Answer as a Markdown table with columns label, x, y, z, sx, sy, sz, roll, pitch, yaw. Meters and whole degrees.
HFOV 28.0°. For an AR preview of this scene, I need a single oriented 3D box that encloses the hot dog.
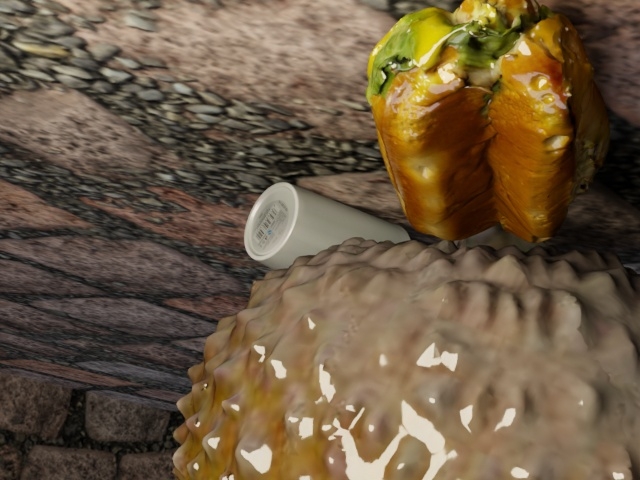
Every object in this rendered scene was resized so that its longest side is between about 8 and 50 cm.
| label | x | y | z | sx | sy | sz | roll | pitch | yaw |
| --- | --- | --- | --- | --- | --- | --- | --- | --- | --- |
| hot dog | 0.087 | -0.053 | 0.643 | 0.115 | 0.072 | 0.269 | 9 | 167 | 8 |

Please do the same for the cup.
| label | x | y | z | sx | sy | sz | roll | pitch | yaw |
| --- | --- | --- | --- | --- | --- | --- | --- | --- | --- |
| cup | 0.000 | 0.000 | 0.966 | 0.116 | 0.074 | 0.104 | 24 | -170 | -34 |

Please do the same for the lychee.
| label | x | y | z | sx | sy | sz | roll | pitch | yaw |
| --- | --- | --- | --- | --- | --- | --- | --- | --- | --- |
| lychee | 0.084 | 0.175 | 0.808 | 0.380 | 0.432 | 0.380 | 12 | 155 | 6 |
